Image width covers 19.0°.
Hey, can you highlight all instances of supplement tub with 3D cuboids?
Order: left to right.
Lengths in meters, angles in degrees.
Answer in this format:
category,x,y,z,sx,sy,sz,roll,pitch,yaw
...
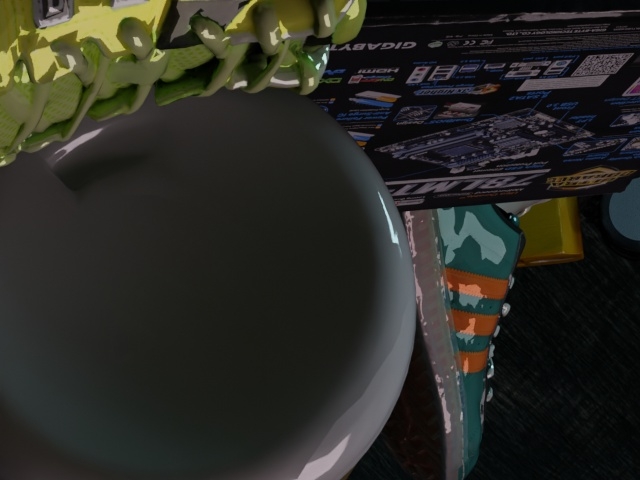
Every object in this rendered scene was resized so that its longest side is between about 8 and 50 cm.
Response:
category,x,y,z,sx,sy,sz,roll,pitch,yaw
supplement tub,-0.090,0.072,1.023,0.241,0.241,0.331,-42,171,-19

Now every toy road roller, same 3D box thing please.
category,x,y,z,sx,sy,sz,roll,pitch,yaw
toy road roller,0.262,-0.086,2.185,0.329,0.241,0.202,-9,175,8

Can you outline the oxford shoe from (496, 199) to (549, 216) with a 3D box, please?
category,x,y,z,sx,sy,sz,roll,pitch,yaw
oxford shoe,0.123,-0.071,1.522,0.449,0.169,0.130,-25,130,-48

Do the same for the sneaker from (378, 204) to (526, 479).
category,x,y,z,sx,sy,sz,roll,pitch,yaw
sneaker,0.091,0.036,1.320,0.121,0.108,0.302,-26,126,-27

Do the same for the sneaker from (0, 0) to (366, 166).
category,x,y,z,sx,sy,sz,roll,pitch,yaw
sneaker,-0.067,-0.102,0.657,0.384,0.147,0.145,-41,172,-18

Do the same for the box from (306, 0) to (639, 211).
category,x,y,z,sx,sy,sz,roll,pitch,yaw
box,0.088,-0.093,1.073,0.295,0.073,0.293,-4,164,-16
